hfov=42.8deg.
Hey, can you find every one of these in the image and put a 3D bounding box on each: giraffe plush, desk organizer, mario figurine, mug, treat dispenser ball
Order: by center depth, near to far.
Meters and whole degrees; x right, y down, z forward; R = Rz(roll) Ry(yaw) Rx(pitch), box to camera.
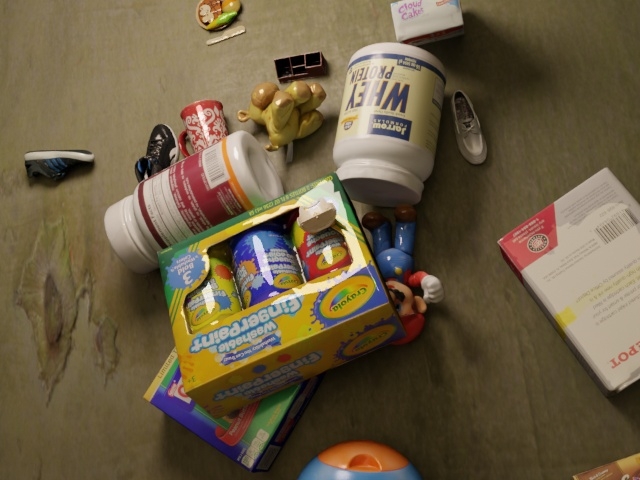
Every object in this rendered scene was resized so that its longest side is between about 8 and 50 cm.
[{"bbox_3d":[0.079,0.546,1.628,0.288,0.288,0.288,-4,73,14],"label":"treat dispenser ball"},{"bbox_3d":[0.158,0.072,1.805,0.170,0.198,0.321,9,63,-25],"label":"mario figurine"},{"bbox_3d":[-0.108,-0.325,2.033,0.170,0.181,0.210,41,122,32],"label":"giraffe plush"},{"bbox_3d":[-0.287,-0.250,2.087,0.113,0.150,0.169,-10,72,-26],"label":"mug"},{"bbox_3d":[-0.052,-0.446,2.093,0.130,0.050,0.047,-7,72,13],"label":"desk organizer"}]

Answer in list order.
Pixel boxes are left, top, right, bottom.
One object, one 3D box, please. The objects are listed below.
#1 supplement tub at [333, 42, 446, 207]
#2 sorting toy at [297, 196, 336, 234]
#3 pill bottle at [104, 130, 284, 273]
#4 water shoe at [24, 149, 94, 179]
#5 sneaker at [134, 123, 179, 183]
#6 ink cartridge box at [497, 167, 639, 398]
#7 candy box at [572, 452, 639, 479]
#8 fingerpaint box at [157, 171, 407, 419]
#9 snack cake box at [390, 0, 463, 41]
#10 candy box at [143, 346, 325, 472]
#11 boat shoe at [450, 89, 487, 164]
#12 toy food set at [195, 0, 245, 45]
[{"bbox_3d":[0.156,-0.261,1.880,0.235,0.235,0.325,6,75,17],"label":"supplement tub"},{"bbox_3d":[-0.010,-0.057,1.690,0.083,0.045,0.075,-25,45,1],"label":"sorting toy"},{"bbox_3d":[-0.302,-0.080,1.948,0.392,0.224,0.224,-25,68,16],"label":"pill bottle"},{"bbox_3d":[-0.699,-0.203,2.201,0.203,0.073,0.080,1,101,15],"label":"water shoe"},{"bbox_3d":[-0.421,-0.216,2.087,0.079,0.121,0.217,-6,72,13],"label":"sneaker"},{"bbox_3d":[0.595,0.092,1.692,0.279,0.160,0.385,-34,68,4],"label":"ink cartridge box"},{"bbox_3d":[0.611,0.492,1.625,0.186,0.053,0.109,-21,69,7],"label":"candy box"},{"bbox_3d":[-0.094,0.110,1.731,0.444,0.163,0.371,-24,53,5],"label":"fingerpaint box"},{"bbox_3d":[0.255,-0.517,1.912,0.152,0.264,0.089,-10,98,11],"label":"snack cake box"},{"bbox_3d":[-0.196,0.328,1.860,0.317,0.122,0.268,28,82,23],"label":"candy box"},{"bbox_3d":[0.348,-0.270,1.922,0.066,0.063,0.184,-11,71,12],"label":"boat shoe"},{"bbox_3d":[-0.281,-0.634,2.220,0.132,0.038,0.192,-20,69,9],"label":"toy food set"}]
